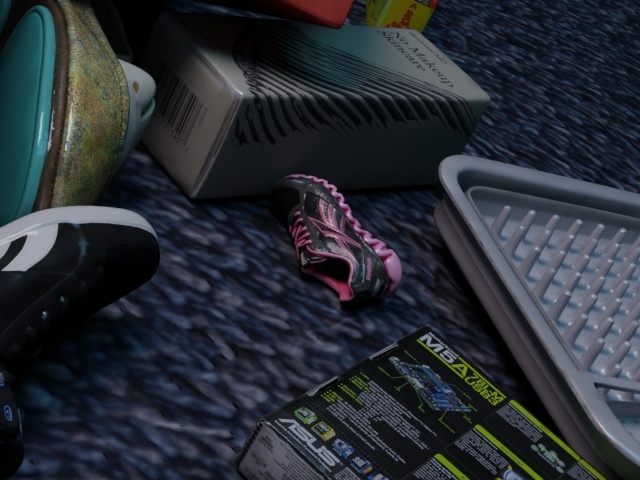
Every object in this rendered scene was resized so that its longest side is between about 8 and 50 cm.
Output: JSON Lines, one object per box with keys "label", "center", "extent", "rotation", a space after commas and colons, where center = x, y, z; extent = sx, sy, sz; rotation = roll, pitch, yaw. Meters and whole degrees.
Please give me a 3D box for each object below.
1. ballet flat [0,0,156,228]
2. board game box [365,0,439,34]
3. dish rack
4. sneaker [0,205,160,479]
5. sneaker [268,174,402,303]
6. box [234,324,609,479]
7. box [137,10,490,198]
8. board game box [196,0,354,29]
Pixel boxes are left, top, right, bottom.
{"label": "ballet flat", "center": [-0.168, -0.111, 0.803], "extent": [0.123, 0.123, 0.348], "rotation": [9, 34, -31]}
{"label": "board game box", "center": [0.084, -0.258, 1.257], "extent": [0.043, 0.092, 0.181], "rotation": [22, 31, -11]}
{"label": "dish rack", "center": [0.234, 0.076, 0.907], "extent": [0.286, 0.072, 0.332], "rotation": [9, 36, -30]}
{"label": "sneaker", "center": [-0.152, 0.058, 0.608], "extent": [0.217, 0.079, 0.121], "rotation": [-15, 55, -40]}
{"label": "sneaker", "center": [0.000, 0.000, 0.853], "extent": [0.057, 0.047, 0.119], "rotation": [-24, 58, -41]}
{"label": "box", "center": [0.077, 0.143, 0.699], "extent": [0.191, 0.045, 0.184], "rotation": [40, 29, 19]}
{"label": "box", "center": [-0.005, -0.103, 0.946], "extent": [0.275, 0.094, 0.113], "rotation": [-8, 45, -46]}
{"label": "board game box", "center": [-0.144, -0.242, 0.899], "extent": [0.242, 0.064, 0.316], "rotation": [20, 3, -33]}
